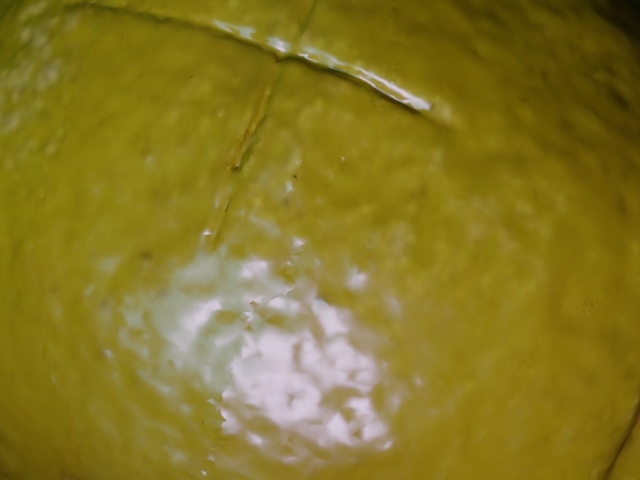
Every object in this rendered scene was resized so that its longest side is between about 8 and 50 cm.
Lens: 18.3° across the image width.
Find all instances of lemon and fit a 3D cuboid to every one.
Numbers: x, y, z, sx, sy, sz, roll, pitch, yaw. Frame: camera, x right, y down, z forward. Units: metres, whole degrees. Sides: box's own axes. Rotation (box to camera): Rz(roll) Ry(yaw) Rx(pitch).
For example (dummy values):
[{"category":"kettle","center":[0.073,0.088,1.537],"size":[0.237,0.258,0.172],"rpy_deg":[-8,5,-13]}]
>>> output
[{"category":"lemon","center":[0.000,0.000,0.699],"size":[0.297,0.297,0.297],"rpy_deg":[9,112,22]}]
